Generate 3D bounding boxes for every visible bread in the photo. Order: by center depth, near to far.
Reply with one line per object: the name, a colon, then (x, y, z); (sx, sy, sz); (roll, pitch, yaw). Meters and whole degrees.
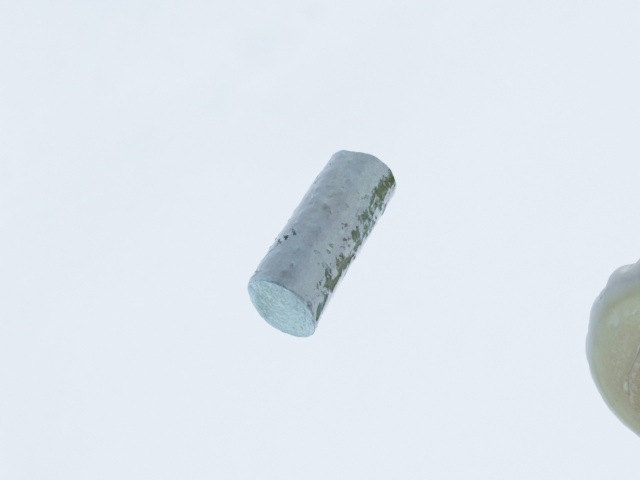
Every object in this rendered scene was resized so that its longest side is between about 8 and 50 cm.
bread: (0.344, 0.102, 1.831); (0.213, 0.105, 0.213); (24, 132, 30)

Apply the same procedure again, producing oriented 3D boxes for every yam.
yam: (0.000, 0.000, 1.598); (0.068, 0.169, 0.068); (18, 141, 16)
